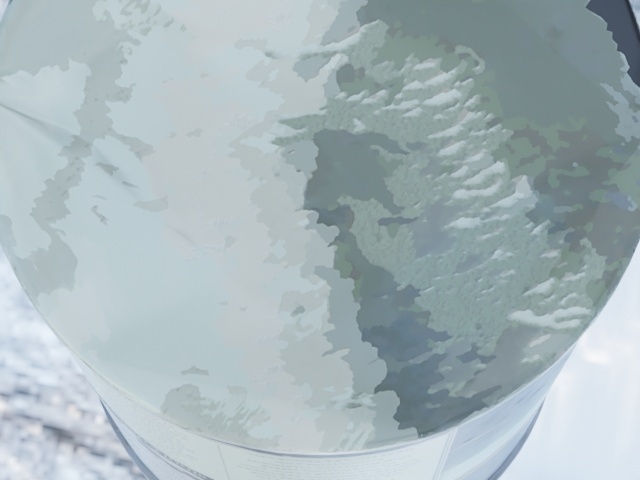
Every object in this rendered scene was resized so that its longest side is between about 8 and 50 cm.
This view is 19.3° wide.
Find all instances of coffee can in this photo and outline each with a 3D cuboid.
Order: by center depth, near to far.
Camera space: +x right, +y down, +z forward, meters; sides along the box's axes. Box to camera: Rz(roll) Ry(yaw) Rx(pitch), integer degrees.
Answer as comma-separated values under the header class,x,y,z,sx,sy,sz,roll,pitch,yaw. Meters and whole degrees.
class,x,y,z,sx,sy,sz,roll,pitch,yaw
coffee can,0.000,0.000,0.678,0.275,0.201,0.201,89,-167,-75
